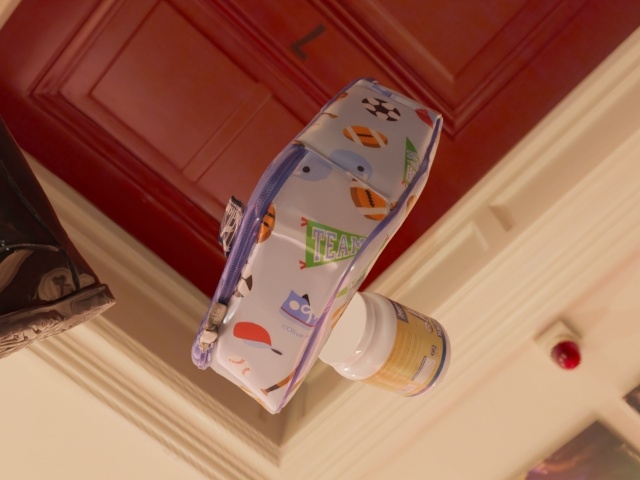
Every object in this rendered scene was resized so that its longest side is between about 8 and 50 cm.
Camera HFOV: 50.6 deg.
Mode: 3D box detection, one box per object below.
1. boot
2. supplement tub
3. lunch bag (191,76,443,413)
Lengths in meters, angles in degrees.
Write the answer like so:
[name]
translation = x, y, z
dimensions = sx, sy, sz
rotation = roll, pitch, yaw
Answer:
[boot]
translation = -0.515, -0.051, 0.948
dimensions = 0.445, 0.146, 0.367
rotation = 60, -170, 1
[supplement tub]
translation = 0.102, 0.169, 1.113
dimensions = 0.199, 0.144, 0.144
rotation = 26, -156, -35
[lunch bag]
translation = 0.000, 0.000, 0.612
dimensions = 0.115, 0.243, 0.303
rotation = 31, -143, 6
